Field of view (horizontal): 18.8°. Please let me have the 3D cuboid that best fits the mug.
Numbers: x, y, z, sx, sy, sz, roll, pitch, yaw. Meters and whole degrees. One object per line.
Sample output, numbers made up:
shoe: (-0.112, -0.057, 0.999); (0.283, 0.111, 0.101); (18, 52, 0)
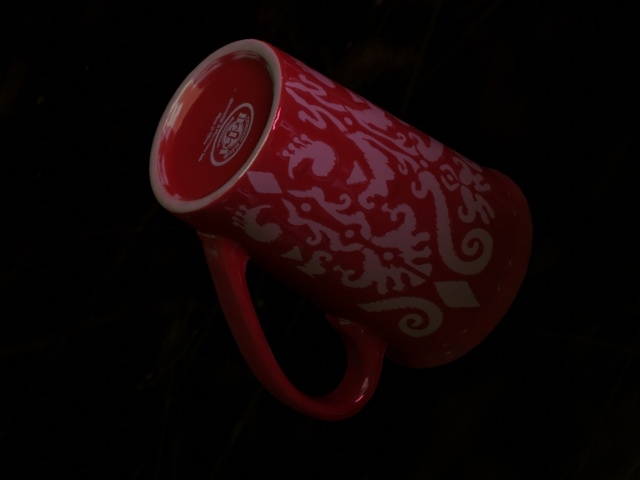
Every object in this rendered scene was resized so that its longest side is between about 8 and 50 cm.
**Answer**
mug: (0.007, -0.005, 0.935); (0.113, 0.169, 0.150); (-22, 50, 38)
